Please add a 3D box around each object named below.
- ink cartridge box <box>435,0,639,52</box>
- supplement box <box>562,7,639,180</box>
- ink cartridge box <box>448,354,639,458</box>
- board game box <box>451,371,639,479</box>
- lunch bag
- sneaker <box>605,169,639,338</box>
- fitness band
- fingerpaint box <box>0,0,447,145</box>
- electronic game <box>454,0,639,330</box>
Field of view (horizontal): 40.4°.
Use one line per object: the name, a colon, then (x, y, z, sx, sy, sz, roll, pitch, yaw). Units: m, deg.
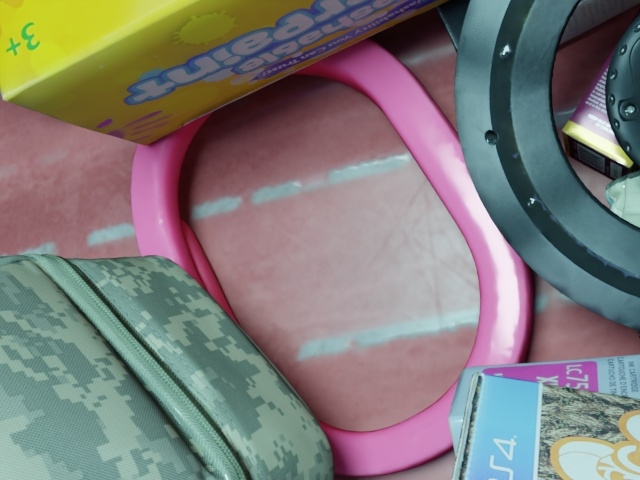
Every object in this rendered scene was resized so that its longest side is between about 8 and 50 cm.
ink cartridge box: (0.141, -0.231, 0.523, 0.208, 0.045, 0.206, -26, 74, 12)
supplement box: (0.174, -0.079, 0.481, 0.043, 0.055, 0.083, 33, 94, 20)
ink cartridge box: (0.226, 0.139, 0.389, 0.311, 0.065, 0.186, -8, 106, 16)
board game box: (0.180, 0.202, 0.312, 0.290, 0.141, 0.232, 8, 113, 13)
lunch bag: (-0.175, 0.157, 0.431, 0.212, 0.256, 0.305, 46, 112, 21)
sneaker: (0.288, 0.013, 0.414, 0.282, 0.110, 0.122, -5, 91, 26)
fitness band: (0.000, 0.000, 0.532, 0.209, 0.054, 0.291, -34, 73, 11)
fingerpaint box: (0.001, -0.312, 0.451, 0.444, 0.163, 0.371, -22, 82, 13)
electronic game: (0.170, -0.066, 0.374, 0.229, 0.048, 0.229, 6, 106, 23)
